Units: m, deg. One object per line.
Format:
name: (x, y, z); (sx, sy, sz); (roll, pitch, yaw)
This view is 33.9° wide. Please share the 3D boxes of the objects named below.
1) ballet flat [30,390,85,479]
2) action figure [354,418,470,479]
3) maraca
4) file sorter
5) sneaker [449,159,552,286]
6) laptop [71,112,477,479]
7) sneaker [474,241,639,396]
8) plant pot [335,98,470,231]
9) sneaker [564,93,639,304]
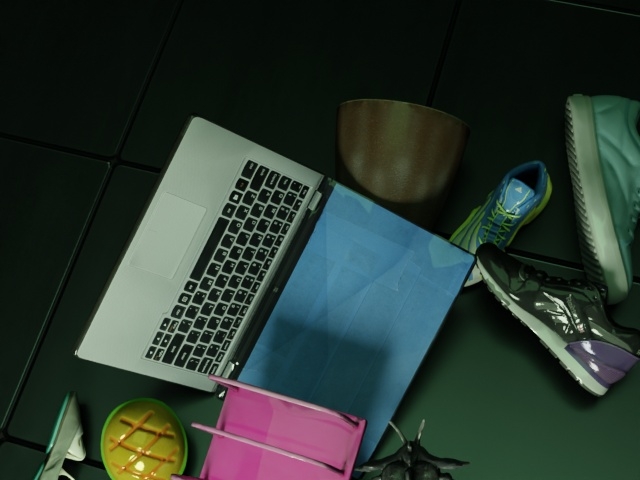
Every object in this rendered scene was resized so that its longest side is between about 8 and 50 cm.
ballet flat: (-0.393, 0.335, 1.586); (0.068, 0.072, 0.213); (25, 69, -13)
action figure: (0.132, 0.388, 1.464); (0.164, 0.141, 0.276); (-3, 81, 7)
maraca: (-0.256, 0.325, 1.554); (0.127, 0.099, 0.186); (-11, 90, -2)
file sorter: (-0.087, 0.337, 1.363); (0.202, 0.182, 0.291); (14, 78, 14)
sneaker: (0.274, -0.039, 1.644); (0.091, 0.126, 0.240); (35, 73, 19)
laptop: (-0.062, 0.090, 1.497); (0.236, 0.407, 0.382); (33, 98, 50)
sneaker: (0.359, 0.087, 1.564); (0.283, 0.107, 0.124); (46, 107, 9)
plant pot: (0.112, -0.079, 1.654); (0.215, 0.215, 0.231); (9, 82, 10)
sneaker: (0.474, -0.078, 1.638); (0.150, 0.135, 0.366); (-4, 66, 7)
